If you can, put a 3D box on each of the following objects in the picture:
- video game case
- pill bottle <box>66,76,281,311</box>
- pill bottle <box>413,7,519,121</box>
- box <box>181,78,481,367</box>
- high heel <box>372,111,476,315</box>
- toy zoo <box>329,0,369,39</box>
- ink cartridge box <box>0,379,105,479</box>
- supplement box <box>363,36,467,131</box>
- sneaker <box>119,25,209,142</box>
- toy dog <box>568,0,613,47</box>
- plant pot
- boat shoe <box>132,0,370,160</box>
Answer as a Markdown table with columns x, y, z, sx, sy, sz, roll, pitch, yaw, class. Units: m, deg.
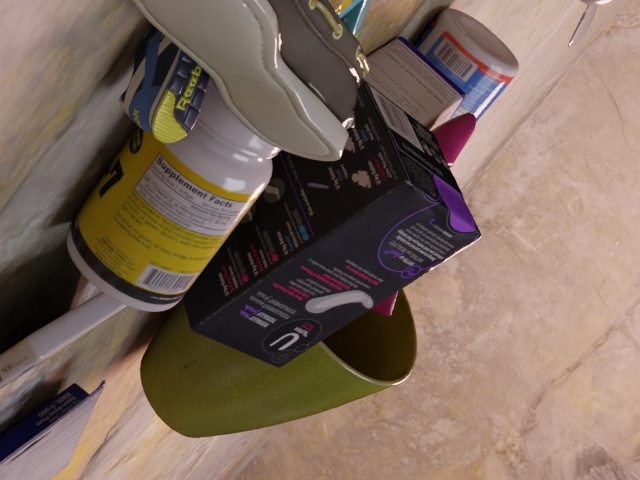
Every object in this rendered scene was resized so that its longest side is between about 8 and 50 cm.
| x | y | z | sx | sy | sz | roll | pitch | yaw | class |
| --- | --- | --- | --- | --- | --- | --- | --- | --- | --- |
| -0.243 | 0.090 | 1.254 | 0.206 | 0.026 | 0.227 | -31 | -178 | 39 | video game case |
| -0.115 | -0.051 | 1.147 | 0.208 | 0.119 | 0.119 | -51 | 169 | 24 | pill bottle |
| 0.138 | -0.173 | 1.726 | 0.221 | 0.124 | 0.124 | -50 | 170 | 25 | pill bottle |
| -0.003 | -0.012 | 1.380 | 0.270 | 0.143 | 0.165 | -34 | 146 | 18 | box |
| 0.114 | -0.033 | 1.543 | 0.244 | 0.117 | 0.082 | -44 | 171 | -10 | high heel |
| -0.021 | -0.190 | 1.253 | 0.192 | 0.030 | 0.293 | -43 | 169 | -23 | toy zoo |
| -0.357 | 0.255 | 1.544 | 0.223 | 0.045 | 0.224 | -37 | 167 | -39 | ink cartridge box |
| 0.051 | -0.128 | 1.568 | 0.220 | 0.114 | 0.111 | -39 | 168 | -45 | supplement box |
| -0.106 | -0.147 | 1.018 | 0.053 | 0.059 | 0.144 | 31 | 84 | -52 | sneaker |
| 0.315 | -0.352 | 1.684 | 0.161 | 0.220 | 0.333 | -17 | 174 | 23 | toy dog |
| -0.079 | 0.121 | 1.697 | 0.293 | 0.275 | 0.275 | -34 | 177 | 27 | plant pot |
| -0.045 | -0.162 | 0.950 | 0.091 | 0.109 | 0.305 | -66 | 152 | -16 | boat shoe |
